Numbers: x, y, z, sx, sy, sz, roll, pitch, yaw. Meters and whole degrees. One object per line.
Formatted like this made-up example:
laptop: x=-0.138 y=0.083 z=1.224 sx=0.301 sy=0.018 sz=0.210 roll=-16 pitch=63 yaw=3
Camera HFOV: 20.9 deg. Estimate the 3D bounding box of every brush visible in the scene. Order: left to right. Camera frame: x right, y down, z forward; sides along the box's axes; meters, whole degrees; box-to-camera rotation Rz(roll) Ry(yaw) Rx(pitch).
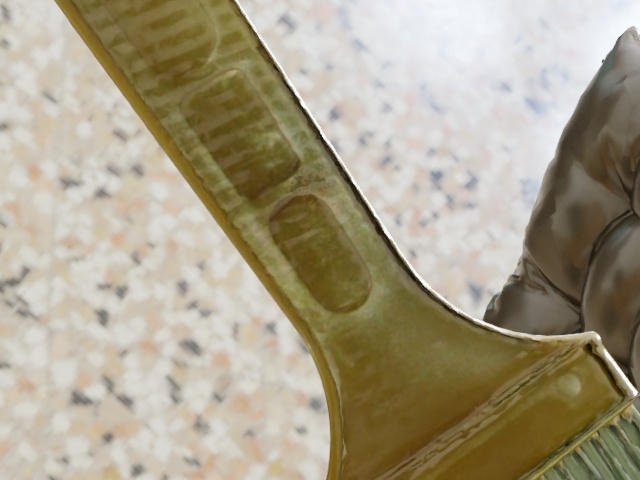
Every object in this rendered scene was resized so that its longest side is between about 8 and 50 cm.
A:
brush: x=0.000 y=0.000 z=0.346 sx=0.082 sy=0.010 sz=0.218 roll=-35 pitch=94 yaw=-23

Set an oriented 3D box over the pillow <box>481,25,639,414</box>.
pillow: x=0.155 y=0.056 z=0.673 sx=0.101 sy=0.228 sz=0.326 roll=22 pitch=12 yaw=-18
